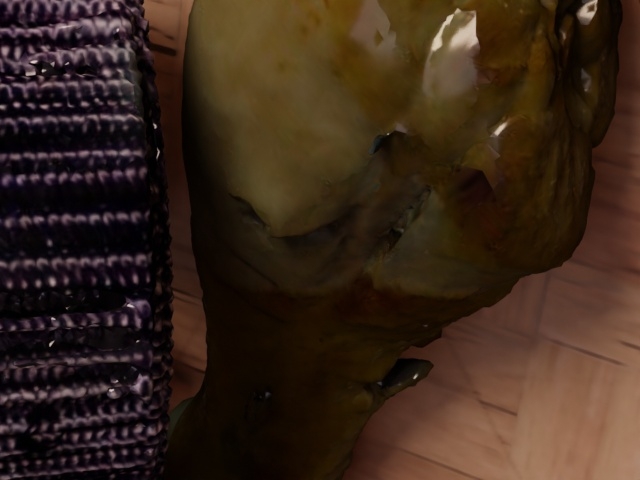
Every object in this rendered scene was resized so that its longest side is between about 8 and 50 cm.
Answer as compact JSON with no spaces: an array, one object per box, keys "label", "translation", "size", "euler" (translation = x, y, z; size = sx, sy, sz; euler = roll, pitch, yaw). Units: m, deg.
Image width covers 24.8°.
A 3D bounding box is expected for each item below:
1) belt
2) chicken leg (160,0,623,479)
[{"label":"belt","translation":[-0.129,0.003,0.609],"size":[0.325,0.122,0.260],"euler":[114,147,-61]},{"label":"chicken leg","translation":[0.000,0.000,0.613],"size":[0.201,0.152,0.429],"euler":[39,129,24]}]
